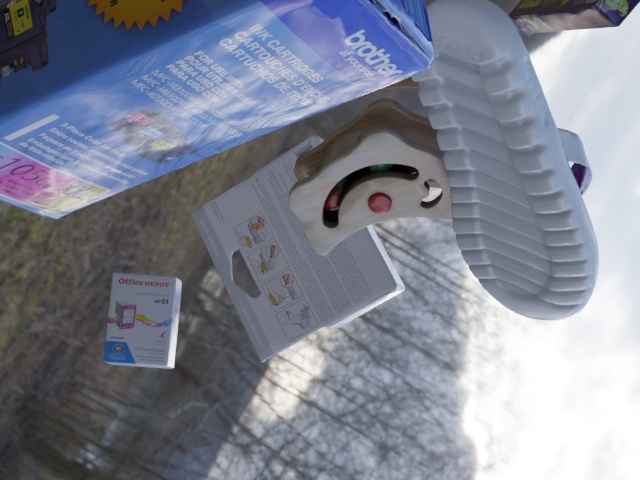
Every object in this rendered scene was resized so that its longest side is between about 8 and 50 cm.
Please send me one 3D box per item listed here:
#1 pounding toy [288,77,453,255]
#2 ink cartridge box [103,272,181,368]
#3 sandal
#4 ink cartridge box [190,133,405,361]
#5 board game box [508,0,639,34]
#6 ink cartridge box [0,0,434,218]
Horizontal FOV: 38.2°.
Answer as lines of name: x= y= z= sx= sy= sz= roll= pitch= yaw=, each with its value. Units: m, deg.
pounding toy: x=0.091 y=-0.101 z=1.132 sx=0.269 sy=0.154 sz=0.155 roll=-33 pitch=-152 yaw=29
ink cartridge box: x=-0.238 y=0.107 z=1.241 sx=0.052 sy=0.088 sz=0.122 roll=84 pitch=10 yaw=-78
sandal: x=0.213 y=-0.076 z=0.957 sx=0.102 sy=0.169 sz=0.416 roll=-47 pitch=134 yaw=-27
ink cartridge box: x=-0.042 y=0.015 z=1.546 sx=0.261 sy=0.296 sz=0.066 roll=-30 pitch=165 yaw=13
board game box: x=0.380 y=-0.371 z=1.231 sx=0.208 sy=0.056 sz=0.347 roll=-54 pitch=-169 yaw=6
ink cartridge box: x=-0.091 y=-0.211 z=0.631 sx=0.151 sy=0.395 sz=0.270 roll=26 pitch=50 yaw=-60
